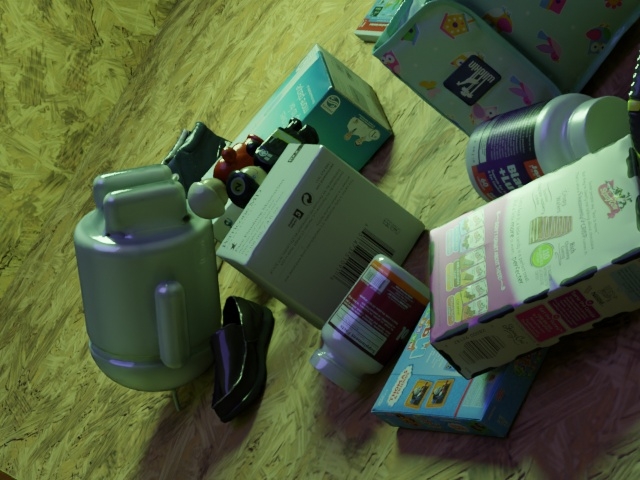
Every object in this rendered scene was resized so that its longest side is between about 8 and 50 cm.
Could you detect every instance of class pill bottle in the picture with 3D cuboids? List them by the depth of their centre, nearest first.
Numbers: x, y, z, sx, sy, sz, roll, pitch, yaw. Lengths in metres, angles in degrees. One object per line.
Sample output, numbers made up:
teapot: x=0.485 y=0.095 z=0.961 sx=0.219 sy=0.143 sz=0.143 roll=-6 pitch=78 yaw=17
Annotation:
pill bottle: x=0.249 y=-0.096 z=1.489 sx=0.193 sy=0.108 sz=0.108 roll=-13 pitch=45 yaw=61
pill bottle: x=0.057 y=0.098 z=1.629 sx=0.152 sy=0.086 sz=0.086 roll=-53 pitch=20 yaw=1

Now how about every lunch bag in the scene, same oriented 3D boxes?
lunch bag: x=0.216 y=-0.250 z=1.640 sx=0.262 sy=0.223 sz=0.160 roll=-51 pitch=13 yaw=7

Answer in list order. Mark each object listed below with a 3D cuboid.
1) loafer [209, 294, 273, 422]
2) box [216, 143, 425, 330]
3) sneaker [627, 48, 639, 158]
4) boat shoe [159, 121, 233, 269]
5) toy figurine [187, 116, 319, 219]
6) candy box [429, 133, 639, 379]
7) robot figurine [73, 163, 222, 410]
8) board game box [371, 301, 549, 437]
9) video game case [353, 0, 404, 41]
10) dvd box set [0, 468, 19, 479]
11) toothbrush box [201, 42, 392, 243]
loafer: x=-0.124 y=0.159 z=1.930 sx=0.080 sy=0.078 sz=0.220 roll=-42 pitch=23 yaw=29
box: x=0.000 y=0.000 z=1.769 sx=0.181 sy=0.182 sz=0.119 roll=-57 pitch=21 yaw=-9
sneaker: x=0.404 y=-0.240 z=1.315 sx=0.147 sy=0.145 sz=0.385 roll=8 pitch=79 yaw=31
boat shoe: x=-0.230 y=-0.040 z=2.362 sx=0.127 sy=0.158 sz=0.341 roll=-25 pitch=35 yaw=52
toy figurine: x=-0.057 y=-0.044 z=1.920 sx=0.148 sy=0.209 sz=0.213 roll=-47 pitch=18 yaw=-26
candy box: x=0.218 y=0.017 z=1.344 sx=0.233 sy=0.071 sz=0.159 roll=-27 pitch=37 yaw=28
robot figurine: x=-0.247 y=0.072 z=2.043 sx=0.300 sy=0.199 sz=0.354 roll=-125 pitch=29 yaw=-61
board game box: x=0.152 y=0.122 z=1.452 sx=0.211 sy=0.039 sz=0.160 roll=-6 pitch=50 yaw=61
video game case: x=0.177 y=-0.448 z=2.323 sx=0.285 sy=0.025 sz=0.204 roll=-54 pitch=21 yaw=-3
dvd box set: x=-0.454 y=0.357 z=1.846 sx=0.307 sy=0.420 sz=0.062 roll=-24 pitch=36 yaw=55
toothbrush box: x=-0.044 y=-0.127 z=2.149 sx=0.295 sy=0.126 sz=0.216 roll=-49 pitch=21 yaw=16
